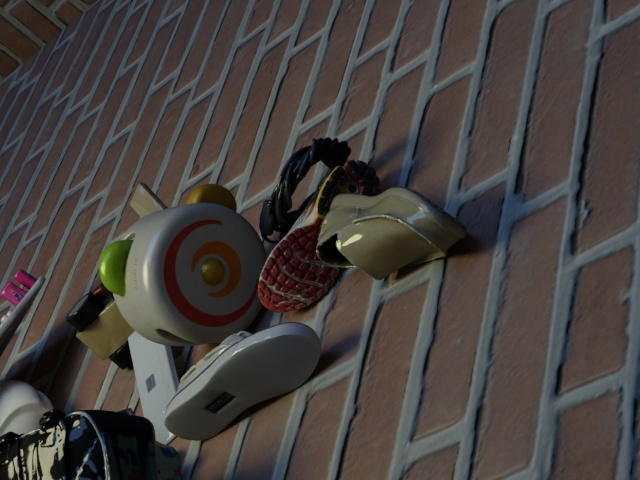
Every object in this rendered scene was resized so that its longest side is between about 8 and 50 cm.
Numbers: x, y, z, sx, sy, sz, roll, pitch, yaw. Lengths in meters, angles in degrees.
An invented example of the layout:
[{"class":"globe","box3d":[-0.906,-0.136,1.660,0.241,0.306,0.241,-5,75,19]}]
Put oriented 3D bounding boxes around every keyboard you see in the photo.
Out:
[{"class":"keyboard","box3d":[-0.229,0.193,2.103,0.072,0.014,0.256,-49,33,19]}]

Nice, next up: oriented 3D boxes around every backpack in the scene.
[{"class":"backpack","box3d":[-0.272,0.346,1.757,0.225,0.191,0.253,-26,59,35]}]

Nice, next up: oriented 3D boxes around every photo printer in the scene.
[{"class":"photo printer","box3d":[-0.534,0.355,2.334,0.307,0.107,0.256,-57,24,-14]}]

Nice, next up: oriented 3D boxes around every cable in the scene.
[{"class":"cable","box3d":[-0.012,-0.072,2.012,0.151,0.047,0.184,-32,-23,-28]}]

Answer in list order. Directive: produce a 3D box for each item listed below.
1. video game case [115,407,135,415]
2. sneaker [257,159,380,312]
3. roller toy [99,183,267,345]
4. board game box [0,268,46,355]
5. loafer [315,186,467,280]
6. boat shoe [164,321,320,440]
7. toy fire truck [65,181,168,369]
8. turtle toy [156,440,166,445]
[{"class":"video game case","box3d":[-0.386,0.319,2.063,0.232,0.041,0.210,-38,-13,28]},{"class":"sneaker","box3d":[0.000,0.000,1.963,0.225,0.088,0.093,-53,4,-5]},{"class":"roller toy","box3d":[-0.171,0.045,2.041,0.209,0.191,0.146,-39,15,-29]},{"class":"board game box","box3d":[-0.616,0.270,2.448,0.390,0.050,0.390,-54,4,34]},{"class":"loafer","box3d":[0.079,-0.001,1.791,0.092,0.102,0.268,-61,21,-13]},{"class":"boat shoe","box3d":[-0.096,0.159,1.877,0.267,0.096,0.088,-42,29,39]},{"class":"toy fire truck","box3d":[-0.277,0.040,2.311,0.217,0.158,0.246,-42,14,20]},{"class":"turtle toy","box3d":[-0.221,0.302,1.913,0.095,0.066,0.130,-37,27,25]}]
